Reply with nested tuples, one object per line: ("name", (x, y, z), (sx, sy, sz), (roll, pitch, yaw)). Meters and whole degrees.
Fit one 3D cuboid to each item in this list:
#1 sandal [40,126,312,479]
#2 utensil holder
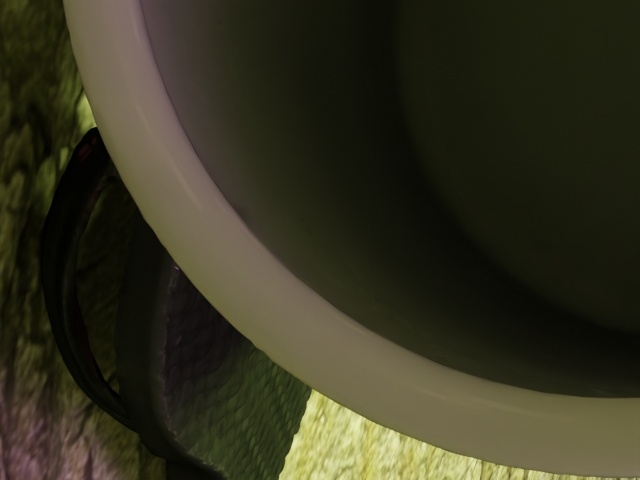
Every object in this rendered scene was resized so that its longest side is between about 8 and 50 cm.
("sandal", (-0.072, 0.034, 0.944), (0.446, 0.107, 0.167), (91, 20, -63))
("utensil holder", (0.123, -0.095, 0.709), (0.385, 0.328, 0.327), (6, 100, -76))
